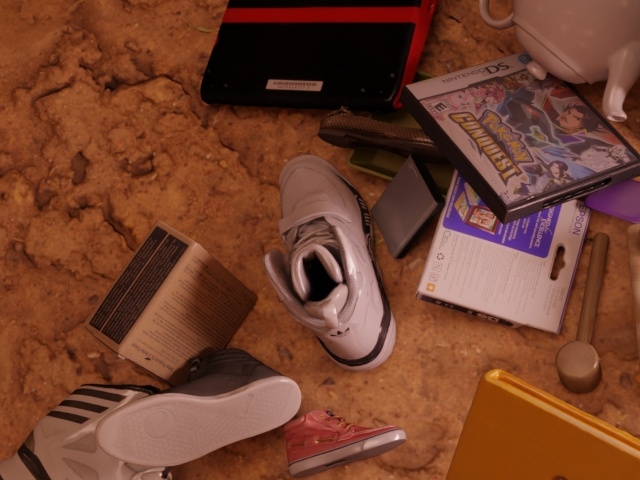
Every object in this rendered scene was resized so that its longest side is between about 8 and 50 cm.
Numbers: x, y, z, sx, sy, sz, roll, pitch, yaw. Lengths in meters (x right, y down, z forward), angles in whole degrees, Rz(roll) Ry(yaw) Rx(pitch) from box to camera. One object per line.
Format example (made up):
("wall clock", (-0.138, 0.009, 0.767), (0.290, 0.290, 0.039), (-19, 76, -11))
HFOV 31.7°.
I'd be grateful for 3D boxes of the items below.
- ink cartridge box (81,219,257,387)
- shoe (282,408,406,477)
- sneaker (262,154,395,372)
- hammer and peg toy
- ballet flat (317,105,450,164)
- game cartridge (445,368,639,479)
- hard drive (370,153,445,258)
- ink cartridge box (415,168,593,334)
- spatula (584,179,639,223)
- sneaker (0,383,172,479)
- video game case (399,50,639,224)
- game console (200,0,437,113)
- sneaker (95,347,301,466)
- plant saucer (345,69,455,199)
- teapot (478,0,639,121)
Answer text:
("ink cartridge box", (-0.216, 0.105, 1.663), (0.088, 0.234, 0.193), (31, 80, 28))
("shoe", (0.030, 0.274, 1.599), (0.178, 0.063, 0.081), (-20, 66, 15))
("sneaker", (0.000, 0.000, 1.641), (0.137, 0.210, 0.365), (-22, 62, 10))
("hammer and peg toy", (0.485, 0.083, 1.476), (0.362, 0.127, 0.265), (-6, 66, 18))
("ballet flat", (0.111, -0.161, 1.695), (0.250, 0.084, 0.058), (12, 74, 30))
("game cartridge", (0.281, 0.361, 1.393), (0.285, 0.053, 0.323), (27, 114, 27))
("hard drive", (0.129, -0.050, 1.674), (0.135, 0.022, 0.094), (-55, 49, 43))
("ink cartridge box", (0.265, 0.015, 1.620), (0.208, 0.045, 0.206), (17, 75, 7))
("spatula", (0.348, -0.111, 1.638), (0.296, 0.030, 0.084), (31, 57, 18))
("sneaker", (-0.254, 0.357, 1.608), (0.447, 0.169, 0.257), (35, 85, 31))
("video game case", (0.289, -0.160, 1.626), (0.248, 0.035, 0.275), (-19, 54, -23))
("game console", (0.005, -0.368, 1.865), (0.387, 0.060, 0.341), (6, 72, 30))
("sneaker", (-0.190, 0.235, 1.613), (0.296, 0.104, 0.147), (-11, 19, -24))
("plant saucer", (0.163, -0.162, 1.745), (0.188, 0.045, 0.188), (21, 77, 27))
("teapot", (0.366, -0.318, 1.642), (0.252, 0.256, 0.187), (38, 104, -8))
